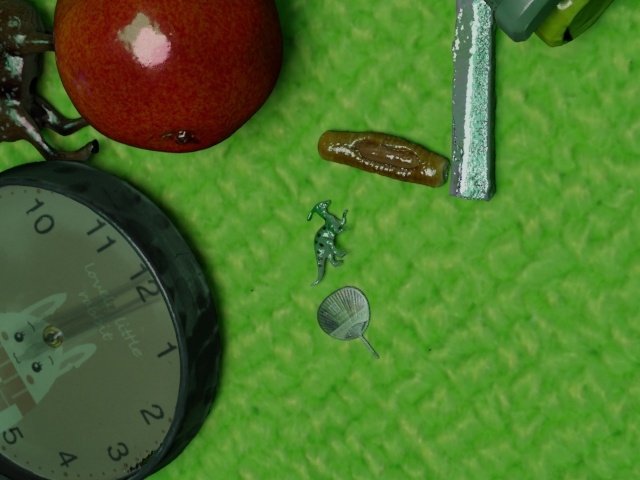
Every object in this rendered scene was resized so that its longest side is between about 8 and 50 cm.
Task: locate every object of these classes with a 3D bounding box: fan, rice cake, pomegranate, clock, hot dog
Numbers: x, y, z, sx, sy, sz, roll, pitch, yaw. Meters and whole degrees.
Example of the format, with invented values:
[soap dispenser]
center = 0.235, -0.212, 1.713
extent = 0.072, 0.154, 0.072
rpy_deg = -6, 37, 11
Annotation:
[fan]
center = 0.026, 0.088, 1.183
extent = 0.060, 0.003, 0.080
rpy_deg = -9, 95, 22
[rice cake]
center = 0.147, -0.143, 1.085
extent = 0.043, 0.034, 0.211
rpy_deg = 2, 99, 17
[pomegranate]
center = -0.149, -0.209, 1.094
extent = 0.221, 0.221, 0.257
rpy_deg = -32, 58, 22
[clock]
center = -0.294, 0.105, 1.251
extent = 0.386, 0.076, 0.386
rpy_deg = 6, 106, 21
[hot dog]
center = 0.061, -0.086, 1.131
extent = 0.137, 0.028, 0.044
rpy_deg = 18, 97, 19

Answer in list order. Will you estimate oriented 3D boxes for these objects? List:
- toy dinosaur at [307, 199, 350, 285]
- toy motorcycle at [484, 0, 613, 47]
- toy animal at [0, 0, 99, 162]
[toy dinosaur]
center = 0.000, 0.000, 1.171
extent = 0.083, 0.021, 0.062
rpy_deg = -44, 75, 17
[toy motorcycle]
center = 0.222, -0.335, 0.935
extent = 0.326, 0.200, 0.191
rpy_deg = -47, 74, 20
[toy animal]
center = -0.344, -0.215, 1.231
extent = 0.259, 0.087, 0.244
rpy_deg = 16, 102, 15
